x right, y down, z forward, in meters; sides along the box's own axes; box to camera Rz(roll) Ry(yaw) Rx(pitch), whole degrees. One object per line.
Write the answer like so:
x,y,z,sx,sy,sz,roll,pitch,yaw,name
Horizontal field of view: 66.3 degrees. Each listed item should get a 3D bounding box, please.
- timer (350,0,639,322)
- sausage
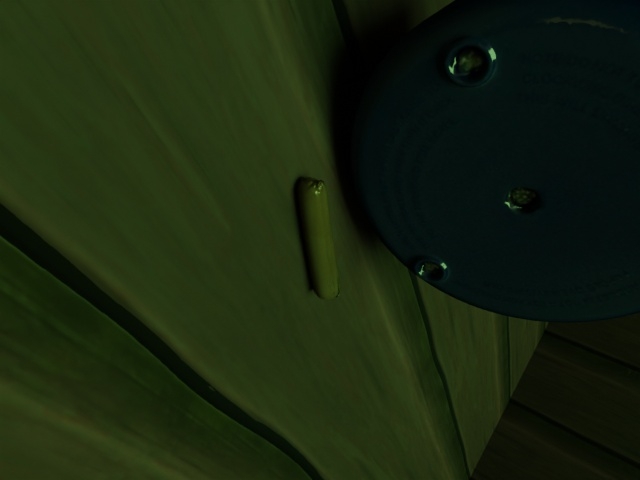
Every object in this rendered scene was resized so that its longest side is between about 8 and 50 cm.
0.217,-0.147,0.456,0.384,0.270,0.271,-57,147,-40,timer
0.000,0.000,0.401,0.026,0.026,0.116,-39,136,-35,sausage
